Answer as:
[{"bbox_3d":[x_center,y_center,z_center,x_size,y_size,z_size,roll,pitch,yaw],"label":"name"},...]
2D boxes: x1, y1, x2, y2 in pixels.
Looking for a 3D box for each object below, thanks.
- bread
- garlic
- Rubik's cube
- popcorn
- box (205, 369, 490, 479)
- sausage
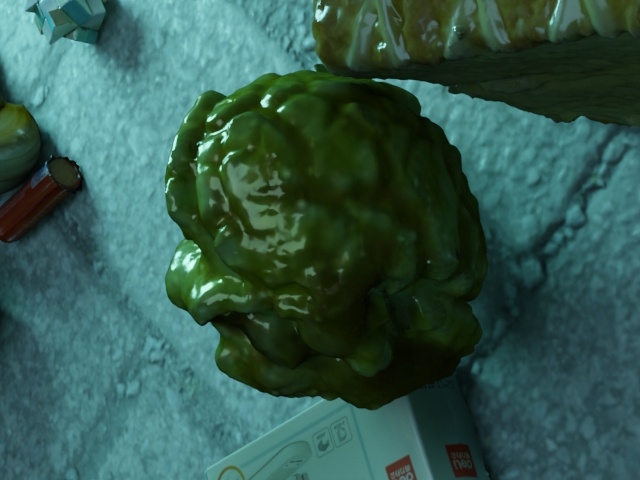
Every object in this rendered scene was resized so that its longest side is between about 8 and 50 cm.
[{"bbox_3d":[0.204,-0.290,1.372,0.371,0.279,0.390,-2,84,46],"label":"bread"},{"bbox_3d":[-0.415,-0.110,2.041,0.214,0.191,0.160,53,138,23],"label":"garlic"},{"bbox_3d":[-0.265,-0.238,1.963,0.084,0.075,0.073,26,101,41],"label":"Rubik's cube"},{"bbox_3d":[-0.003,-0.010,1.491,0.282,0.282,0.247,-29,38,39],"label":"popcorn"},{"bbox_3d":[0.021,0.208,1.641,0.269,0.079,0.135,-34,64,38],"label":"box"},{"bbox_3d":[-0.311,-0.035,2.013,0.050,0.048,0.145,46,126,-8],"label":"sausage"}]
